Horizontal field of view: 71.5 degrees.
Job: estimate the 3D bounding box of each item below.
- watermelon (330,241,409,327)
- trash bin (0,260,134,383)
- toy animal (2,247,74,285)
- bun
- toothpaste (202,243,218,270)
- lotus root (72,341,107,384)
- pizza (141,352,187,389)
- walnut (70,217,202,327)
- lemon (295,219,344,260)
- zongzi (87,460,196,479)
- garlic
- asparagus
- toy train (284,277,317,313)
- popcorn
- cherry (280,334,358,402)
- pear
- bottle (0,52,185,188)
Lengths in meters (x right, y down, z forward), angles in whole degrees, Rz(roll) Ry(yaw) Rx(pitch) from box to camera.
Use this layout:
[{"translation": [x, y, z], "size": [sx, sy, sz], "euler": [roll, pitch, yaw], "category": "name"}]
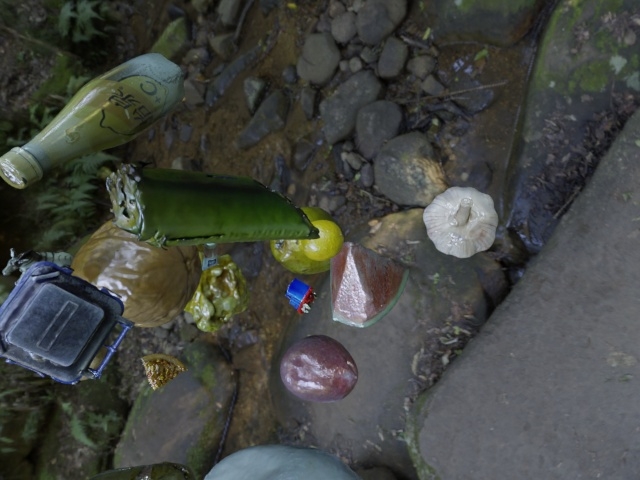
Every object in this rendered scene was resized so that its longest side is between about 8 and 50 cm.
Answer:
[{"translation": [0.093, 0.117, 1.436], "size": [0.250, 0.293, 0.283], "euler": [-12, 36, 41], "category": "watermelon"}, {"translation": [-0.458, 0.139, 0.782], "size": [0.234, 0.184, 0.163], "euler": [-3, 54, 55], "category": "trash bin"}, {"translation": [-0.753, 0.063, 1.212], "size": [0.175, 0.216, 0.074], "euler": [-30, 74, 38], "category": "toy animal"}, {"translation": [-0.040, 0.466, 0.626], "size": [0.354, 0.194, 0.355], "euler": [11, 116, 24], "category": "bun"}, {"translation": [-0.332, 0.042, 1.342], "size": [0.036, 0.056, 0.205], "euler": [66, 157, 19], "category": "toothpaste"}, {"translation": [-0.468, 0.226, 0.897], "size": [0.072, 0.063, 0.152], "euler": [44, 110, 20], "category": "lotus root"}, {"translation": [-0.579, 0.476, 1.612], "size": [0.041, 0.178, 0.131], "euler": [-7, 50, 54], "category": "pizza"}, {"translation": [-0.474, 0.082, 1.149], "size": [0.332, 0.332, 0.333], "euler": [-13, 71, 42], "category": "walnut"}, {"translation": [0.000, 0.000, 1.172], "size": [0.109, 0.132, 0.109], "euler": [173, 90, -83], "category": "lemon"}, {"translation": [-0.490, 0.669, 1.186], "size": [0.393, 0.355, 0.174], "euler": [136, 116, -81], "category": "zongzi"}, {"translation": [0.377, -0.062, 1.145], "size": [0.198, 0.226, 0.199], "euler": [-1, 78, 7], "category": "garlic"}, {"translation": [-0.148, -0.053, 0.739], "size": [0.108, 0.381, 0.129], "euler": [-37, 66, 39], "category": "asparagus"}, {"translation": [-0.087, 0.246, 1.934], "size": [0.083, 0.131, 0.204], "euler": [-58, -4, -22], "category": "toy train"}, {"translation": [-0.455, 0.185, 1.743], "size": [0.334, 0.292, 0.294], "euler": [36, 143, 9], "category": "popcorn"}, {"translation": [0.002, 0.451, 1.559], "size": [0.307, 0.261, 0.222], "euler": [9, 101, 38], "category": "cherry"}, {"translation": [-0.044, 0.001, 1.696], "size": [0.268, 0.321, 0.270], "euler": [14, 113, 36], "category": "pear"}, {"translation": [-0.269, -0.151, 0.544], "size": [0.083, 0.083, 0.270], "euler": [-23, 25, 39], "category": "bottle"}]
